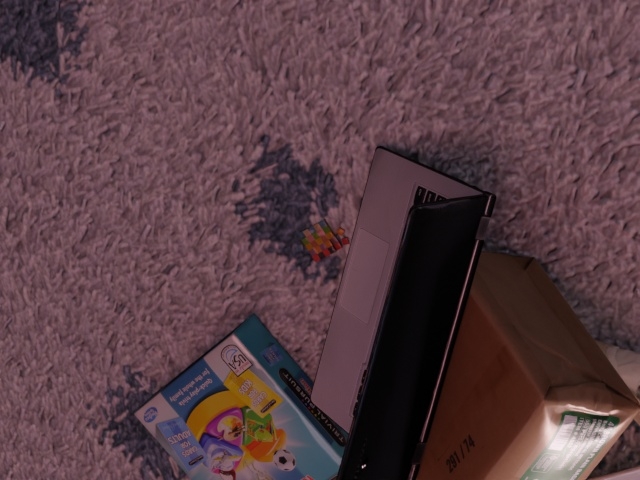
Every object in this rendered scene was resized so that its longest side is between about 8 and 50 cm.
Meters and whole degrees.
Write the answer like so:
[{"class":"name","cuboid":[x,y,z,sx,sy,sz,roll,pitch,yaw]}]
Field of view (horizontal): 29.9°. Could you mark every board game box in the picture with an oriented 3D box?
[{"class":"board game box","cuboid":[-0.090,0.318,1.856,0.254,0.079,0.336,-40,92,31]}]

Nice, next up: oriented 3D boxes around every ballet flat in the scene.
[{"class":"ballet flat","cuboid":[0.427,0.198,1.585,0.248,0.086,0.086,42,121,-8]}]

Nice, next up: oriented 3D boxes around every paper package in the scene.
[{"class":"paper package","cuboid":[0.203,0.218,1.556,0.325,0.168,0.309,-61,38,29]}]

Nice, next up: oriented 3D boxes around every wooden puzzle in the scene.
[{"class":"wooden puzzle","cuboid":[0.000,0.000,1.728,0.083,0.006,0.049,-29,97,30]}]

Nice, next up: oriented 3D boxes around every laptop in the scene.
[{"class":"laptop","cuboid":[0.044,0.097,1.456,0.408,0.236,0.382,31,110,55]}]

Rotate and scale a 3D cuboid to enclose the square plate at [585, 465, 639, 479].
[{"class":"square plate","cuboid":[0.473,0.452,1.651,0.347,0.049,0.344,-26,100,44]}]
